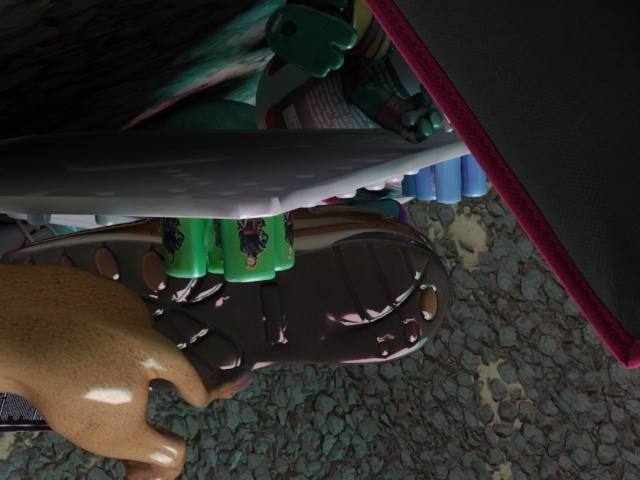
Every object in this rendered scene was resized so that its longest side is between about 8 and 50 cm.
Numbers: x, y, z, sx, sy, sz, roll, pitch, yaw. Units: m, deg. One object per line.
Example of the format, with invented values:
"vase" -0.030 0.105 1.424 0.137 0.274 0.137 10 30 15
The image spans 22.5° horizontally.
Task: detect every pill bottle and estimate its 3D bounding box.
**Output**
"pill bottle" 0.093 -0.142 1.298 0.176 0.176 0.318 -24 177 -35

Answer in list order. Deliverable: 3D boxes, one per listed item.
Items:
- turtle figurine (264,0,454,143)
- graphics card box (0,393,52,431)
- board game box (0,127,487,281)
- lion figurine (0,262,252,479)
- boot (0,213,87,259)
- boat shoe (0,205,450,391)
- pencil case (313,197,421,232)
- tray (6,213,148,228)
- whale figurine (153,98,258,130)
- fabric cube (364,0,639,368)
"turtle figurine" 0.031 -0.148 1.060 0.118 0.175 0.234 -8 174 17
"graphics card box" -0.330 0.093 1.331 0.233 0.094 0.371 11 176 8
"board game box" -0.122 -0.033 1.086 0.390 0.050 0.390 2 -170 25
"lion figurine" -0.209 0.052 0.854 0.392 0.142 0.240 -3 161 -15
"boot" -0.267 -0.021 1.506 0.123 0.095 0.258 -40 174 24
"boat shoe" -0.069 0.033 1.188 0.324 0.122 0.120 0 -157 1
"pencil case" 0.000 0.000 1.299 0.151 0.064 0.070 -4 178 -31
"tray" -0.165 -0.037 1.356 0.270 0.030 0.145 8 -158 42
"whale figurine" -0.139 -0.030 1.479 0.272 0.141 0.216 -36 -176 -25
"fabric cube" 0.175 -0.154 0.526 0.258 0.254 0.259 -30 172 -27
